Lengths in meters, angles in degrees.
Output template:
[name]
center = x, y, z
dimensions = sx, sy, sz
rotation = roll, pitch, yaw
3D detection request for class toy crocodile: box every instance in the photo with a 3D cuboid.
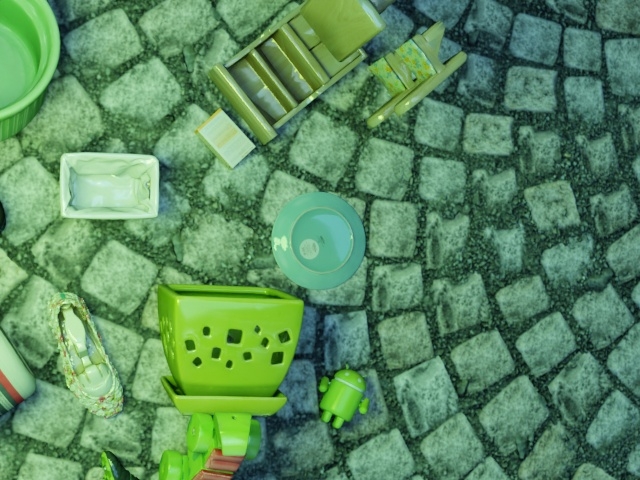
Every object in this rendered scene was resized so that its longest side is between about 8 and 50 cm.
[toy crocodile]
center = -0.189, 0.378, 1.673
dimensions = 0.115, 0.340, 0.105
rotation = 13, 48, -23

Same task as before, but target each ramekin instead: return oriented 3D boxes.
[ramekin]
center = -0.588, -0.302, 1.648
dimensions = 0.303, 0.148, 0.304
rotation = 5, 70, -15

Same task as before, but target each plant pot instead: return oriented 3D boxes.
[plant pot]
center = -0.166, 0.189, 1.734
dimensions = 0.227, 0.228, 0.207
rotation = 4, 91, -16

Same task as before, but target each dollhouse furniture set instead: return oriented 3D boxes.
[dollhouse furniture set]
center = -0.015, -0.339, 1.720
dimensions = 0.256, 0.394, 0.362
rotation = -41, 98, -14

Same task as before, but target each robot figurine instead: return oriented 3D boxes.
[robot figurine]
center = 0.042, 0.292, 1.863
dimensions = 0.101, 0.067, 0.115
rotation = 28, 79, 0

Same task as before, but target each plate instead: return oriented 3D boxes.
[plate]
center = 0.000, 0.000, 1.894
dimensions = 0.188, 0.024, 0.188
rotation = 1, 86, -17

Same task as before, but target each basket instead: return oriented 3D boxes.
[basket]
center = -0.373, -0.091, 1.750
dimensions = 0.167, 0.103, 0.113
rotation = 0, 86, -16

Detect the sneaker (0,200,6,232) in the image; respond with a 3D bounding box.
[sneaker]
center = -0.619, -0.101, 1.698
dimensions = 0.081, 0.090, 0.232
rotation = -35, 75, -14

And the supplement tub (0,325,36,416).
[supplement tub]
center = -0.620, 0.240, 1.610
dimensions = 0.272, 0.191, 0.191
rotation = -35, 96, -16

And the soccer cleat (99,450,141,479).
[soccer cleat]
center = -0.330, 0.441, 1.754
dimensions = 0.072, 0.060, 0.179
rotation = -28, 101, -26

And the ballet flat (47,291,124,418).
[ballet flat]
center = -0.412, 0.203, 1.732
dimensions = 0.091, 0.077, 0.241
rotation = -26, 94, -17

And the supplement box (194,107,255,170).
[supplement box]
center = -0.177, -0.187, 1.848
dimensions = 0.062, 0.036, 0.098
rotation = -44, 98, -15
